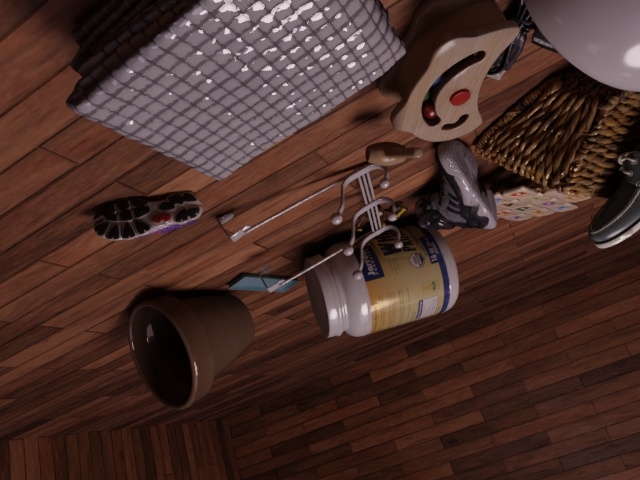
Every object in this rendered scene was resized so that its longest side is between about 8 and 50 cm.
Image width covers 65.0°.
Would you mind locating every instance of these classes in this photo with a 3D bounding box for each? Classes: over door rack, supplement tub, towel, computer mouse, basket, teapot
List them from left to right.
[{"bbox_3d":[-0.084,-0.202,0.524,0.284,0.121,0.235,-30,156,20],"label":"towel"},{"bbox_3d":[0.000,0.000,0.990,0.325,0.108,0.239,-20,146,2],"label":"over door rack"},{"bbox_3d":[0.138,0.097,1.197,0.317,0.228,0.228,-14,156,-13],"label":"supplement tub"},{"bbox_3d":[0.484,-0.213,0.952,0.299,0.223,0.213,0,117,-36],"label":"basket"},{"bbox_3d":[0.375,-0.302,0.701,0.273,0.072,0.188,-11,155,-17],"label":"computer mouse"},{"bbox_3d":[0.336,-0.289,0.486,0.256,0.252,0.187,-11,163,-23],"label":"teapot"}]

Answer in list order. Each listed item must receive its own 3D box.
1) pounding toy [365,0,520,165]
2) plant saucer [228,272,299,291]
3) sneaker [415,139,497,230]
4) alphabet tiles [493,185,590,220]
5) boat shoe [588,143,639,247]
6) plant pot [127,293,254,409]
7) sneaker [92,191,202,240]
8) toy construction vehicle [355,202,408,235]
[{"bbox_3d":[0.179,-0.188,0.697,0.154,0.154,0.269,-4,153,-22],"label":"pounding toy"},{"bbox_3d":[-0.141,0.107,1.275,0.067,0.018,0.192,-35,151,32],"label":"plant saucer"},{"bbox_3d":[0.254,-0.093,1.026,0.153,0.101,0.269,-12,145,31],"label":"sneaker"},{"bbox_3d":[0.468,-0.086,1.188,0.278,0.021,0.284,7,166,-40],"label":"alphabet tiles"},{"bbox_3d":[0.556,-0.134,0.859,0.319,0.099,0.116,-56,-178,15],"label":"boat shoe"},{"bbox_3d":[-0.289,0.235,1.201,0.229,0.263,0.263,-18,164,-48],"label":"plant pot"},{"bbox_3d":[-0.277,-0.028,0.819,0.170,0.068,0.071,-10,161,-22],"label":"sneaker"},{"bbox_3d":[0.132,-0.052,1.118,0.086,0.035,0.098,2,141,-41],"label":"toy construction vehicle"}]
